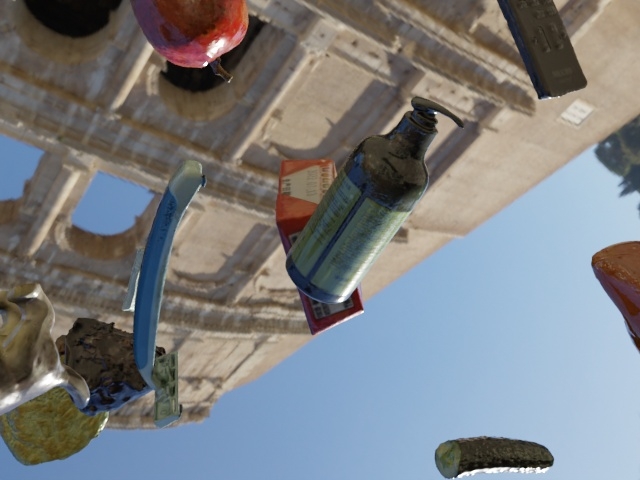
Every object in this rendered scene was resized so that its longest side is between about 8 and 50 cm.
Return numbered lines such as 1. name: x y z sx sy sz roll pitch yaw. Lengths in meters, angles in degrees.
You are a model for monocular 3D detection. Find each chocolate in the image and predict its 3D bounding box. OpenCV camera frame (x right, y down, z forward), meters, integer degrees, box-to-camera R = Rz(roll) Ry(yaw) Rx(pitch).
1. chocolate: 0.000 0.000 1.177 0.235 0.107 0.238 -89 -13 -60
2. chocolate: -0.295 0.189 1.042 0.156 0.133 0.156 -9 -90 -78

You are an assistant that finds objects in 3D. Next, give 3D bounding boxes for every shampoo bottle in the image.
1. shampoo bottle: 0.061 -0.051 0.828 0.101 0.284 0.101 24 -150 -15

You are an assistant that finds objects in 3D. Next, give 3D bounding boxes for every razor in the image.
1. razor: -0.104 0.034 0.450 0.037 0.191 0.068 3 -147 -16

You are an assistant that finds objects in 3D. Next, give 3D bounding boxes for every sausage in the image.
1. sausage: 0.331 0.071 0.633 0.179 0.089 0.089 49 -150 -5

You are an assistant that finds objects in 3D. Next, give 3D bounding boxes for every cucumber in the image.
1. cucumber: 0.256 0.307 0.960 0.214 0.052 0.058 10 -140 -31

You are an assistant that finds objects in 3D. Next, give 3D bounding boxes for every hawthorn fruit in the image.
1. hawthorn fruit: -0.216 -0.394 1.175 0.205 0.205 0.253 -31 -81 -58

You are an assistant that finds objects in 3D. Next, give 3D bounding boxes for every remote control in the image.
1. remote control: 0.163 -0.236 0.583 0.063 0.025 0.245 -19 -94 -37

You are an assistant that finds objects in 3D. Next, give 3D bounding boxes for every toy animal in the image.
1. toy animal: -0.330 0.128 0.590 0.233 0.121 0.169 -29 -77 -46

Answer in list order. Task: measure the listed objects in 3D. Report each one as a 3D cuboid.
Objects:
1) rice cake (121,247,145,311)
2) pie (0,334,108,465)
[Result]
1. rice cake: -0.437 0.096 1.610 0.029 0.171 0.033 28 -161 27
2. pie: -0.635 0.392 1.614 0.257 0.274 0.105 51 171 10
